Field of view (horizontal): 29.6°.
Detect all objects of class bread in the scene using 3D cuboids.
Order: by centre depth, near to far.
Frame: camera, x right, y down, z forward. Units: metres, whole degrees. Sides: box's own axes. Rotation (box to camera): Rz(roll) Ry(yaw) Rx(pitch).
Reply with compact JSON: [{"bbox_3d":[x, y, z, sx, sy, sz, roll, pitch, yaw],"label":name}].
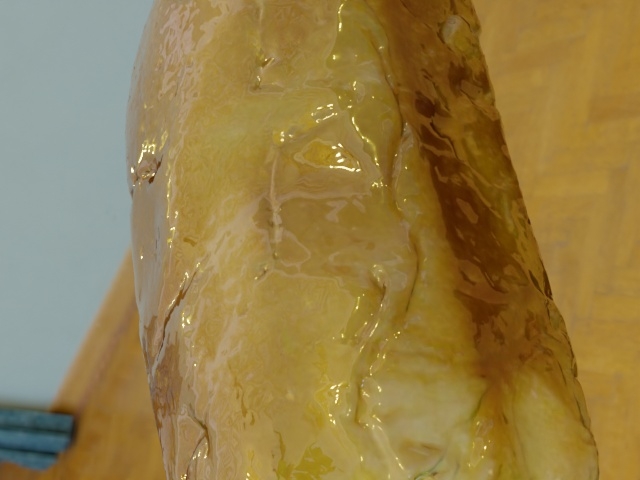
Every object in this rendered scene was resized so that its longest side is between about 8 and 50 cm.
[{"bbox_3d":[-0.006,0.001,0.550,0.195,0.149,0.344,-43,47,41],"label":"bread"}]
